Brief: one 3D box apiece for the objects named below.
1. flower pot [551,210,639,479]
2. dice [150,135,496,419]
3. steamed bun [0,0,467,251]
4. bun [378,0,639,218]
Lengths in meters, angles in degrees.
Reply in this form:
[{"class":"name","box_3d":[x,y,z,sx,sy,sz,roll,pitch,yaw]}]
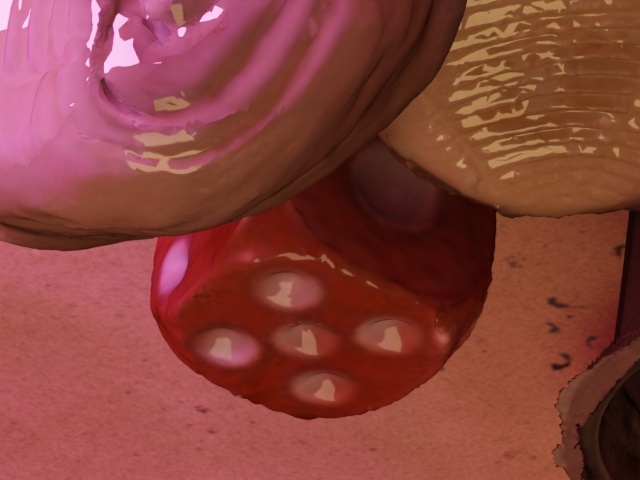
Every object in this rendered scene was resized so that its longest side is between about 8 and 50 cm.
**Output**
[{"class":"flower pot","box_3d":[0.294,0.037,1.169,0.290,0.259,0.290,6,139,5]},{"class":"dice","box_3d":[0.000,0.000,1.232,0.175,0.174,0.179,23,141,-21]},{"class":"steamed bun","box_3d":[-0.064,-0.154,0.933,0.247,0.339,0.352,17,171,-35]},{"class":"bun","box_3d":[0.149,-0.136,1.061,0.259,0.152,0.259,-4,138,-4]}]
